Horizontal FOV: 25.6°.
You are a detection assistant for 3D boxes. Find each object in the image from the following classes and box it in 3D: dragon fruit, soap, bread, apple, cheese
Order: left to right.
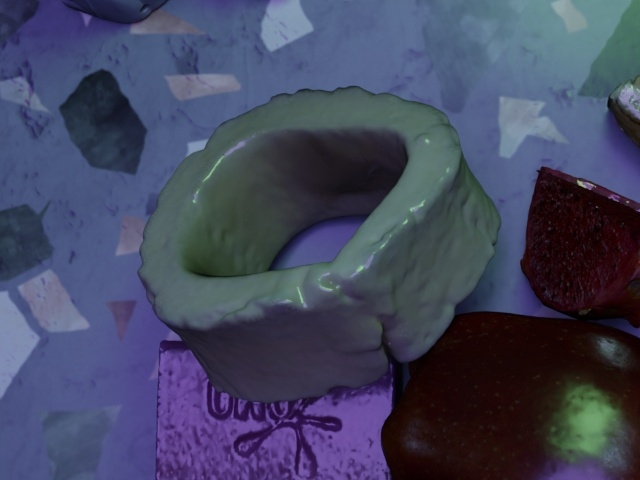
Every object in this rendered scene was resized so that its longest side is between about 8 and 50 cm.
[{"bbox_3d":[-0.044,0.194,1.478,0.259,0.081,0.181,1,84,9],"label":"soap"},{"bbox_3d":[0.001,0.004,1.379,0.332,0.153,0.292,-7,48,32],"label":"cheese"},{"bbox_3d":[0.221,0.206,1.335,0.317,0.288,0.288,14,86,22],"label":"apple"},{"bbox_3d":[0.311,0.029,1.389,0.161,0.274,0.126,11,104,-19],"label":"dragon fruit"},{"bbox_3d":[0.358,-0.123,1.439,0.082,0.106,0.125,-44,81,3],"label":"bread"}]

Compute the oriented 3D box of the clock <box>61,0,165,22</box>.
[{"bbox_3d":[-0.251,-0.352,1.492,0.189,0.254,0.189,-2,83,14],"label":"clock"}]
